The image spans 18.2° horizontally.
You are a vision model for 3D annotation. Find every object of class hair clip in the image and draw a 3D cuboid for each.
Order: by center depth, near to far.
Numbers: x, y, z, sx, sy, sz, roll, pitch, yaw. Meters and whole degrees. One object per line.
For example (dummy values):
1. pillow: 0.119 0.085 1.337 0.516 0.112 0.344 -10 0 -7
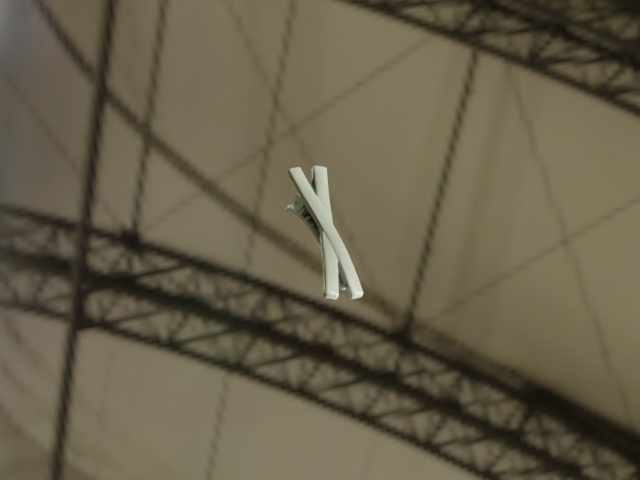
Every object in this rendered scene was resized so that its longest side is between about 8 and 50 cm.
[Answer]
1. hair clip: 0.001 0.000 1.446 0.039 0.030 0.115 105 -26 -47
